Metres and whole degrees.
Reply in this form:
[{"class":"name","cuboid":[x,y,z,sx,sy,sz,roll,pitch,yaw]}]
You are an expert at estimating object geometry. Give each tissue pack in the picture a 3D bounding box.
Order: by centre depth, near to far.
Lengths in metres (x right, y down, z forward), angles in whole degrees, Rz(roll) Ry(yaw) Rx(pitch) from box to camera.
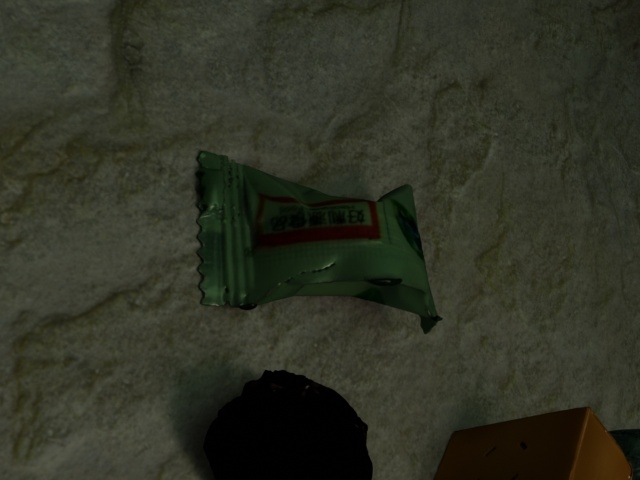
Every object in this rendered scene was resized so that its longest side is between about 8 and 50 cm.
[{"class":"tissue pack","cuboid":[0.325,0.397,1.260,0.145,0.275,0.194,48,47,-17]}]

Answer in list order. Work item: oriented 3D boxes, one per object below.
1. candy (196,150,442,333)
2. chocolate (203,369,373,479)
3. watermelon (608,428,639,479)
[{"class":"candy","cuboid":[-0.003,0.003,1.252,0.398,0.172,0.262,6,55,-19]},{"class":"chocolate","cuboid":[-0.028,0.257,1.085,0.177,0.206,0.224,-70,143,-71]},{"class":"watermelon","cuboid":[0.558,0.543,1.464,0.258,0.228,0.387,52,35,-23]}]
